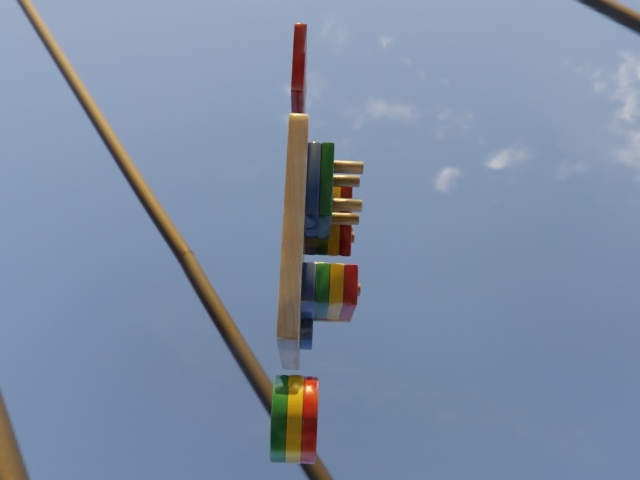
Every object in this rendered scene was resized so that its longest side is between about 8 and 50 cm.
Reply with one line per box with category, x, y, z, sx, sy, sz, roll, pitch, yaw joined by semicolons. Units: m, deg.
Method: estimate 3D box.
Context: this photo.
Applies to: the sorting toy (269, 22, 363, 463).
sorting toy;0.000;0.000;0.449;0.046;0.132;0.274;2;-108;-1
